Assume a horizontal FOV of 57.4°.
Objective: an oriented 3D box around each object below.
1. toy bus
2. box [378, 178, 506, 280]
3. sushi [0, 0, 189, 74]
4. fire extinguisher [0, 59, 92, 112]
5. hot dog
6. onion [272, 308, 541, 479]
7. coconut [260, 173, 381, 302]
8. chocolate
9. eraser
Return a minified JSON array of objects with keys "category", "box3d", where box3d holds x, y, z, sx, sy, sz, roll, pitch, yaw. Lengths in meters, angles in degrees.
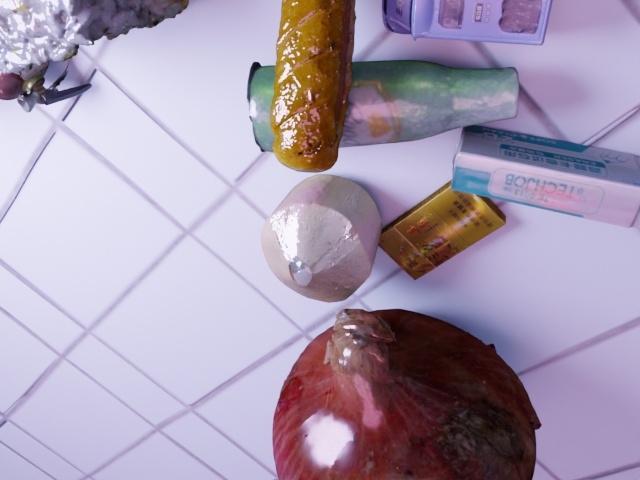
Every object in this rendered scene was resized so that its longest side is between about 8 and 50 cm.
[{"category":"toy bus","box3d":[0.141,-0.236,0.581,0.168,0.076,0.073,8,126,13]},{"category":"box","box3d":[0.153,-0.014,0.767,0.089,0.022,0.156,45,126,-13]},{"category":"sushi","box3d":[-0.289,-0.273,0.634,0.274,0.184,0.139,-3,121,23]},{"category":"fire extinguisher","box3d":[-0.433,-0.265,0.748,0.269,0.104,0.105,41,127,-8]},{"category":"hot dog","box3d":[-0.008,-0.212,0.589,0.088,0.061,0.285,4,96,25]},{"category":"onion","box3d":[0.111,0.250,0.786,0.354,0.353,0.353,9,126,13]},{"category":"coconut","box3d":[0.000,0.000,0.748,0.147,0.152,0.147,8,124,12]},{"category":"chocolate","box3d":[0.068,-0.154,0.654,0.292,0.110,0.110,0,124,16]},{"category":"eraser","box3d":[0.260,-0.073,0.643,0.225,0.095,0.052,14,123,10]}]
